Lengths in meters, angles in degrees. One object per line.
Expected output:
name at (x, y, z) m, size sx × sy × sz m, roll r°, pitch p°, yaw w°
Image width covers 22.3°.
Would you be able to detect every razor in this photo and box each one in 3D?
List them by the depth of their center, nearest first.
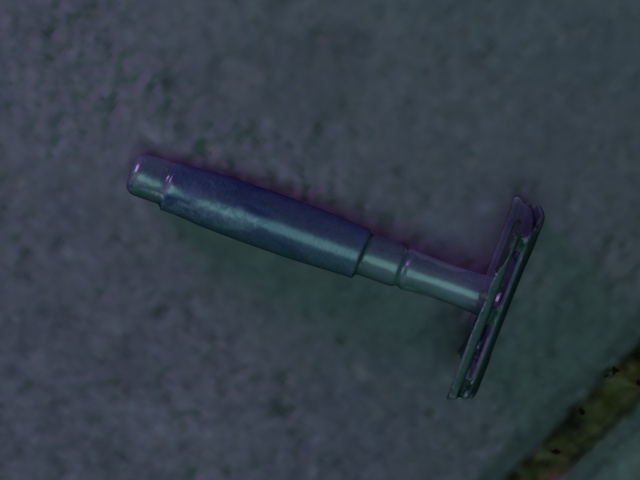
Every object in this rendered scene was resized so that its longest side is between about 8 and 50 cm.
razor at (0.000, 0.000, 0.543) m, size 0.135 × 0.040 × 0.068 m, roll 19°, pitch 109°, yaw -1°
